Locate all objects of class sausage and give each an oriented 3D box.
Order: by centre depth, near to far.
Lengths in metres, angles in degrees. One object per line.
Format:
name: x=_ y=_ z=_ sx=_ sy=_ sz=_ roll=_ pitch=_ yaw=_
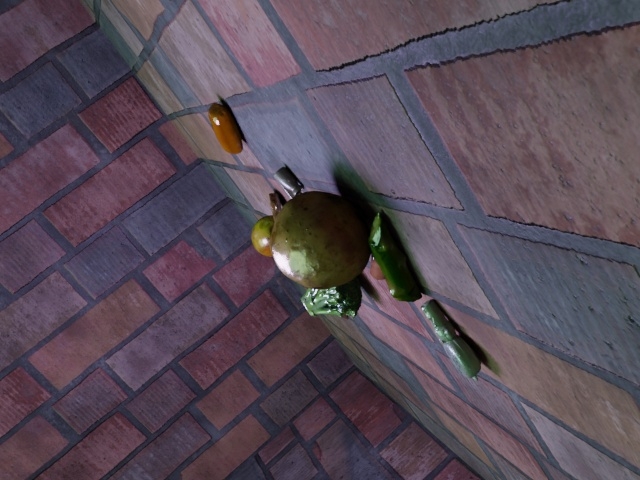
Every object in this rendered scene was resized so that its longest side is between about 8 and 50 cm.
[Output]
sausage: x=0.175 y=0.061 z=1.643 sx=0.065 sy=0.065 sz=0.169 roll=47 pitch=168 yaw=19
sausage: x=-0.352 y=-0.411 z=2.125 sx=0.098 sy=0.098 sz=0.238 roll=44 pitch=166 yaw=31

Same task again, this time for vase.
vase: x=-0.107 y=-0.199 z=1.935 sx=0.100 sy=0.053 sz=0.053 roll=45 pitch=168 yaw=10

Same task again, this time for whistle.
whistle: x=0.367 y=0.278 z=1.579 sx=0.258 sy=0.067 sz=0.126 roll=55 pitch=175 yaw=1

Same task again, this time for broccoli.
broccoli: x=0.038 y=0.191 z=2.172 sx=0.269 sy=0.241 sz=0.261 roll=55 pitch=-177 yaw=0

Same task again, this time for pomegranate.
pomegranate: x=0.000 y=0.000 z=1.560 sx=0.281 sy=0.281 sz=0.281 roll=48 pitch=169 yaw=13

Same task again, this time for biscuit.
biscuit: x=-0.175 y=-0.098 z=2.387 sx=0.181 sy=0.049 sz=0.208 roll=-153 pitch=50 yaw=-85

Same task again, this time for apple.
apple: x=-0.220 y=-0.025 z=2.613 sx=0.196 sy=0.196 sz=0.196 roll=48 pitch=169 yaw=13

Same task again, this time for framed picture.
framed picture: x=-0.099 y=-0.175 z=2.092 sx=0.142 sy=0.011 sz=0.183 roll=52 pitch=169 yaw=-10

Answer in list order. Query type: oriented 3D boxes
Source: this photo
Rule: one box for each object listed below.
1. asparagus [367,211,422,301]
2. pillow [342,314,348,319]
asparagus: x=0.190 y=0.059 z=1.521 sx=0.343 sy=0.085 sz=0.082 roll=57 pitch=-168 yaw=-40
pillow: x=0.008 y=0.208 z=2.676 sx=0.305 sy=0.108 sz=0.308 roll=42 pitch=166 yaw=33
